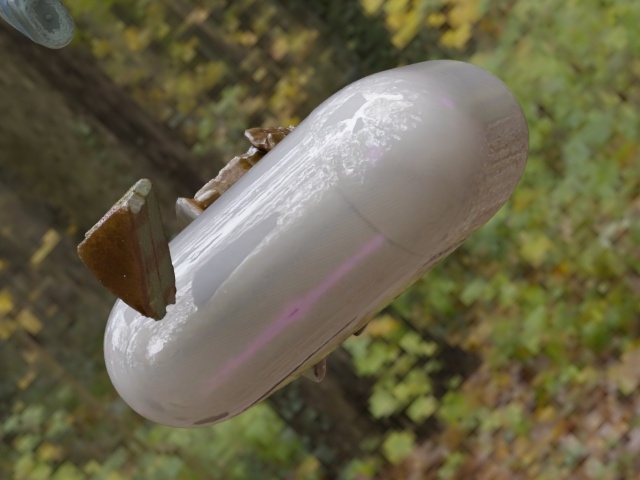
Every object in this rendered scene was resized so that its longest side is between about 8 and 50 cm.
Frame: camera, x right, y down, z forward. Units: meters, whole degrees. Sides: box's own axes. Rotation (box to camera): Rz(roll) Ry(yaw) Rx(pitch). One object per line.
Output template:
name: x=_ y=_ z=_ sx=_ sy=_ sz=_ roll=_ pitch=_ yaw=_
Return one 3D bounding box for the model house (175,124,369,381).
model house: x=-0.018 y=-0.006 z=2.079 sx=0.229 sy=0.199 sz=0.220 roll=-49 pitch=-24 yaw=-25

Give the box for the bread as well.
bread: x=-0.138 y=0.005 z=1.308 sx=0.062 sy=0.109 sz=0.043 roll=10 pitch=41 yaw=26

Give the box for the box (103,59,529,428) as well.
box: x=0.001 y=0.001 z=1.459 sx=0.349 sy=0.141 sz=0.288 roll=-41 pitch=-7 yaw=20

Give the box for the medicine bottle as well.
medicine bottle: x=-0.348 y=-0.278 z=2.125 sx=0.054 sy=0.090 sz=0.208 roll=-44 pitch=38 yaw=-10
